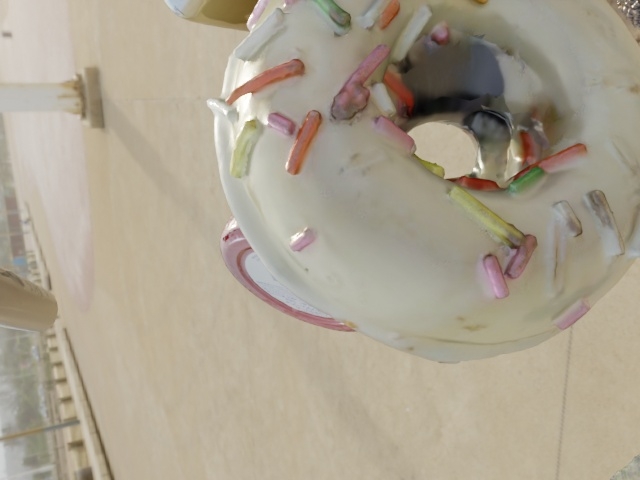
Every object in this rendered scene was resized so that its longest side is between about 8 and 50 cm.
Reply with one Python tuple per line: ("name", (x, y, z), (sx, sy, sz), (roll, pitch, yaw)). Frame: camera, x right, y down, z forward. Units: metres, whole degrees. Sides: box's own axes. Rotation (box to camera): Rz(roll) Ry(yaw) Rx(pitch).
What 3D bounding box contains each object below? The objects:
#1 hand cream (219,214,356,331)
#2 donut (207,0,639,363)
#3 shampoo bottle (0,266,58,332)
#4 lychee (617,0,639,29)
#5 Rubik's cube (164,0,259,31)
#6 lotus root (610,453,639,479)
("hand cream", (0.000, 0.000, 0.765), (0.149, 0.230, 0.230), (-61, 10, -29))
("donut", (0.108, -0.097, 0.497), (0.142, 0.382, 0.383), (128, 129, -67))
("shampoo bottle", (-0.495, 0.069, 0.895), (0.127, 0.078, 0.257), (44, 179, 27))
("lychee", (0.580, -0.425, 1.031), (0.197, 0.165, 0.165), (-80, 7, -46))
("Rubik's cube", (0.004, -0.432, 0.597), (0.347, 0.352, 0.352), (-32, 75, 46))
("lotus root", (0.365, 0.192, 0.473), (0.138, 0.234, 0.119), (73, -179, -48))
